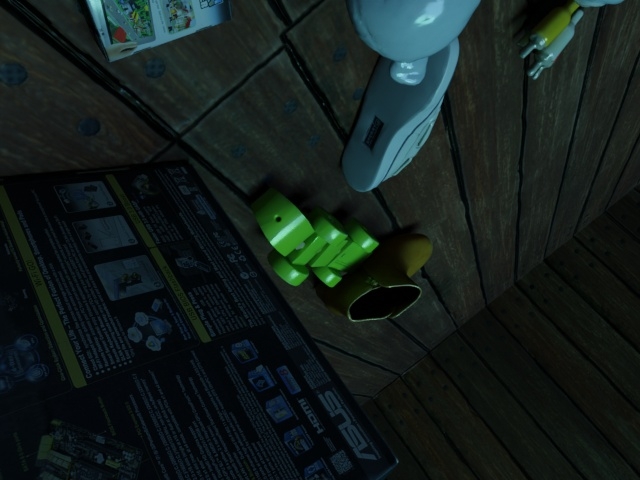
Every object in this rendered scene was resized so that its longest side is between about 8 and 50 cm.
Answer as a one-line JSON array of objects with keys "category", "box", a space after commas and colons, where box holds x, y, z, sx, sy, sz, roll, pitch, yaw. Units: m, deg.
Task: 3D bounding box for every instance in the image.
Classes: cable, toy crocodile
[{"category": "cable", "box": [0.400, -0.367, 0.753, 0.287, 0.072, 0.139, -48, 157, 19]}, {"category": "toy crocodile", "box": [0.000, 0.000, 0.827, 0.115, 0.105, 0.340, -46, 157, 14]}]

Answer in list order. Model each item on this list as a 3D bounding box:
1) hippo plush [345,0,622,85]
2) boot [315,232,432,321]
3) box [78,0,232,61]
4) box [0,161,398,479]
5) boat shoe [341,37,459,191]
[{"category": "hippo plush", "box": [0.141, -0.238, 0.439, 0.236, 0.294, 0.234, -38, 133, 18]}, {"category": "boot", "box": [0.145, 0.075, 0.991, 0.295, 0.104, 0.211, -23, -166, -18]}, {"category": "box", "box": [-0.130, -0.234, 0.349, 0.114, 0.036, 0.207, -28, 152, -19]}, {"category": "box", "box": [-0.173, 0.099, 0.423, 0.318, 0.395, 0.097, -13, 144, -41]}, {"category": "boat shoe", "box": [0.117, -0.171, 0.691, 0.088, 0.096, 0.267, -23, 151, -35]}]
